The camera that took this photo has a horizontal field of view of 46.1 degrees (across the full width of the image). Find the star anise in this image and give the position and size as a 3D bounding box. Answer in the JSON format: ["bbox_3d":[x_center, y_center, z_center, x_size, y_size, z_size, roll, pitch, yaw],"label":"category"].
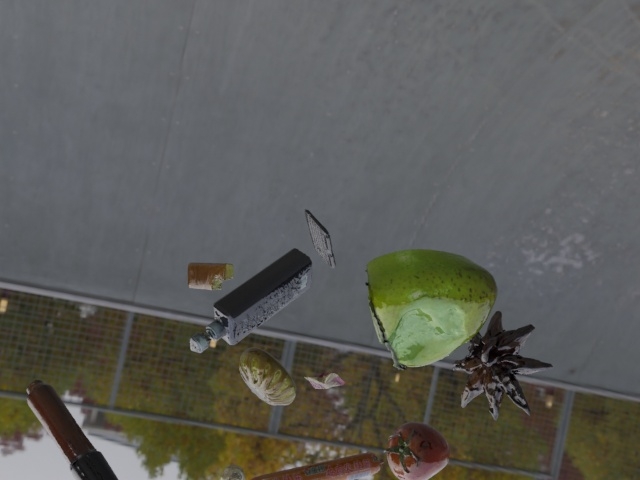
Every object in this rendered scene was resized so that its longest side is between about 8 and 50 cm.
[{"bbox_3d":[0.404,0.289,1.760,0.102,0.272,0.272,23,171,-41],"label":"star anise"}]

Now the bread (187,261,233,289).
[{"bbox_3d":[-0.345,0.112,2.361,0.049,0.088,0.226,5,178,-38],"label":"bread"}]

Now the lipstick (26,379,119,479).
[{"bbox_3d":[-0.560,0.471,1.719,0.418,0.077,0.077,42,-166,31],"label":"lipstick"}]

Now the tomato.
[{"bbox_3d":[0.257,0.555,1.971,0.167,0.167,0.167,12,178,0],"label":"tomato"}]

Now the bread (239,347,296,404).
[{"bbox_3d":[-0.164,0.421,2.277,0.213,0.105,0.213,33,151,21],"label":"bread"}]

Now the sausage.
[{"bbox_3d":[-0.011,0.510,1.629,0.347,0.053,0.053,-4,-175,-27],"label":"sausage"}]

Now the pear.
[{"bbox_3d":[0.249,0.146,1.592,0.292,0.292,0.159,13,-143,-17],"label":"pear"}]

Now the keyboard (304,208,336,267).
[{"bbox_3d":[0.000,0.000,2.079,0.106,0.016,0.262,47,169,21],"label":"keyboard"}]

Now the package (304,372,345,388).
[{"bbox_3d":[0.009,0.330,1.768,0.083,0.029,0.059,-12,140,23],"label":"package"}]

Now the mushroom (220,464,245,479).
[{"bbox_3d":[-0.286,0.780,2.467,0.083,0.084,0.067,13,-177,-32],"label":"mushroom"}]

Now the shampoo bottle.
[{"bbox_3d":[-0.143,0.135,1.573,0.071,0.098,0.309,35,-128,27],"label":"shampoo bottle"}]
